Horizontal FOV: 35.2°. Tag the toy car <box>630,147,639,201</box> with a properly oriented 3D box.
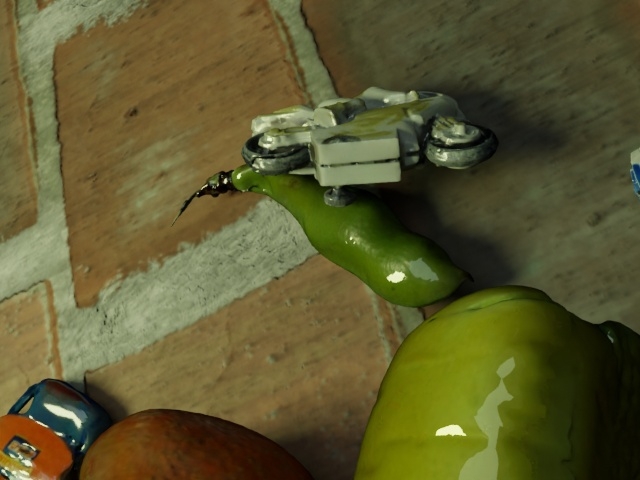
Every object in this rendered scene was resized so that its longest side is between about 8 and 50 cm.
[{"bbox_3d":[0.327,-0.068,0.780,0.171,0.070,0.080,-24,55,14],"label":"toy car"}]

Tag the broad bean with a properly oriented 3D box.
[{"bbox_3d":[0.005,-0.010,0.921,0.318,0.056,0.098,17,72,37],"label":"broad bean"}]

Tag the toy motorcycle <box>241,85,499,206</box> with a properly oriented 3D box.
[{"bbox_3d":[0.045,-0.097,0.913,0.229,0.074,0.151,-3,29,11],"label":"toy motorcycle"}]

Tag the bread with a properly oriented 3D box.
[{"bbox_3d":[0.114,0.220,0.632,0.208,0.251,0.376,-5,63,43],"label":"bread"}]

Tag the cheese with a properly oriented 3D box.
[{"bbox_3d":[-0.324,0.261,0.895,0.217,0.129,0.329,24,58,29],"label":"cheese"}]

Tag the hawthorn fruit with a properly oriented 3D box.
[{"bbox_3d":[-0.071,0.232,0.758,0.251,0.199,0.199,6,66,16],"label":"hawthorn fruit"}]
